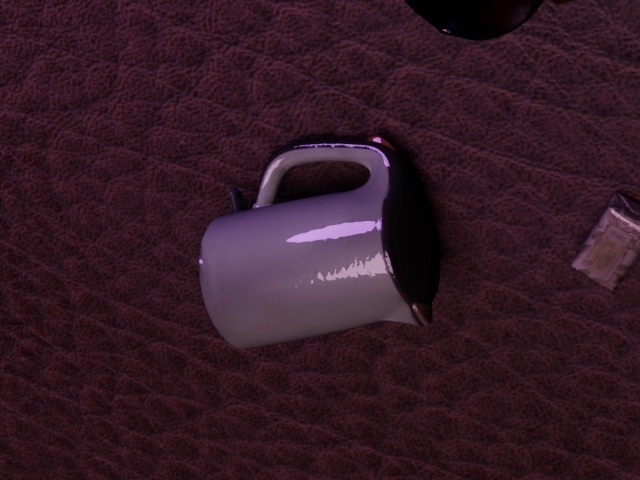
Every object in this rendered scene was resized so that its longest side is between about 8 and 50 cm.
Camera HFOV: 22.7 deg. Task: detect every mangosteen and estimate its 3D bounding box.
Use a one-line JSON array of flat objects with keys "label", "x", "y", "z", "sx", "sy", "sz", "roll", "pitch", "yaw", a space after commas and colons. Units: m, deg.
[{"label": "mangosteen", "x": 0.179, "y": -0.296, "z": 1.582, "sx": 0.231, "sy": 0.194, "sz": 0.194, "roll": -6, "pitch": 120, "yaw": -3}]

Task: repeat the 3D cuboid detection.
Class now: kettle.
[{"label": "kettle", "x": 0.000, "y": 0.000, "z": 1.856, "sx": 0.255, "sy": 0.165, "sz": 0.240, "roll": -12, "pitch": 85, "yaw": 29}]

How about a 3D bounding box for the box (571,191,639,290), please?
[{"label": "box", "x": 0.326, "y": 0.002, "z": 1.764, "sx": 0.062, "sy": 0.045, "sz": 0.098, "roll": 32, "pitch": 128, "yaw": 3}]
